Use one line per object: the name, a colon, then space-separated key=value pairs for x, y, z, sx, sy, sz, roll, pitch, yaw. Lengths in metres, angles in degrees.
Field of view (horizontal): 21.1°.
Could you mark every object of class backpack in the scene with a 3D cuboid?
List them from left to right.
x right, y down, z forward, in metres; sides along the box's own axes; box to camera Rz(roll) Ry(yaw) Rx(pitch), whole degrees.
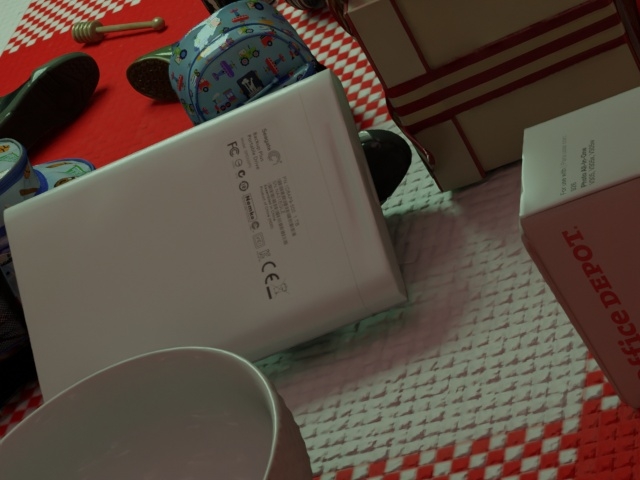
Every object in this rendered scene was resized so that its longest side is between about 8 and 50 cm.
backpack: x=-0.336 y=0.011 z=1.809 sx=0.263 sy=0.213 sz=0.276 roll=-24 pitch=28 yaw=-11
backpack: x=-0.068 y=-0.157 z=1.812 sx=0.158 sy=0.173 sz=0.117 roll=-34 pitch=31 yaw=-1

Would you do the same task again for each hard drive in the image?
hard drive: x=-0.114 y=0.013 z=1.596 sx=0.353 sy=0.047 sz=0.233 roll=-22 pitch=67 yaw=14

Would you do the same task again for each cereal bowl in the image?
cereal bowl: x=-0.146 y=0.249 z=1.356 sx=0.339 sy=0.141 sz=0.339 roll=-23 pitch=33 yaw=16

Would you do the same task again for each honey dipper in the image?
honey dipper: x=-0.270 y=-0.286 z=2.324 sx=0.160 sy=0.030 sz=0.030 roll=0 pitch=45 yaw=37

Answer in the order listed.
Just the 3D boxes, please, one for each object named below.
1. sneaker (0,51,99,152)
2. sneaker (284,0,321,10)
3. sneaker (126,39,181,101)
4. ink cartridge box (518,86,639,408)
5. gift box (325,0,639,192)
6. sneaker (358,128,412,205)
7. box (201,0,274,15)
sneaker: x=-0.393 y=-0.170 z=2.216 sx=0.227 sy=0.087 sz=0.130 roll=-46 pitch=39 yaw=-10
sneaker: x=0.031 y=-0.365 z=1.988 sx=0.121 sy=0.112 sz=0.299 roll=-32 pitch=-14 yaw=-39
sneaker: x=-0.142 y=-0.220 z=2.083 sx=0.192 sy=0.064 sz=0.086 roll=-4 pitch=35 yaw=40
ink cartridge box: x=0.312 y=-0.022 z=1.233 sx=0.289 sy=0.211 sz=0.121 roll=-19 pitch=35 yaw=23
gift box: x=0.149 y=-0.216 z=1.617 sx=0.258 sy=0.255 sz=0.276 roll=-20 pitch=30 yaw=19
sneaker: x=0.000 y=0.000 z=1.627 sx=0.228 sy=0.086 sz=0.132 roll=-36 pitch=34 yaw=24
box: x=-0.110 y=-0.313 z=2.183 sx=0.062 sy=0.052 sz=0.083 roll=-42 pitch=33 yaw=-14
